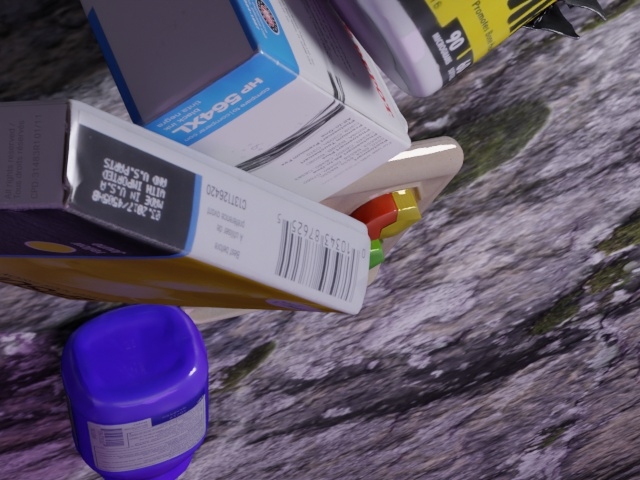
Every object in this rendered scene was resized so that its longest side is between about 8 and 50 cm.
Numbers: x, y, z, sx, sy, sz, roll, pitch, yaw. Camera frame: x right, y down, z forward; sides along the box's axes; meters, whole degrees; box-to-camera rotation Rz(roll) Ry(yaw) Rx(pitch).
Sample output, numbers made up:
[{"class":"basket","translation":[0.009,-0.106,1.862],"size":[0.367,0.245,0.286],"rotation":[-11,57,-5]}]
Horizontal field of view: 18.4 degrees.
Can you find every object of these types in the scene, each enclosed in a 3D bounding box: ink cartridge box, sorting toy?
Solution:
[{"class":"ink cartridge box","translation":[-0.177,-0.013,1.130],"size":[0.307,0.072,0.303],"rotation":[-1,169,30]},{"class":"sorting toy","translation":[0.000,0.000,1.566],"size":[0.193,0.038,0.208],"rotation":[-12,154,-27]},{"class":"ink cartridge box","translation":[-0.047,-0.116,1.117],"size":[0.086,0.148,0.203],"rotation":[-32,156,15]}]

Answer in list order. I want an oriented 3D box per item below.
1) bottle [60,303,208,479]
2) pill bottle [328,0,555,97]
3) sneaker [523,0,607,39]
[{"class":"bottle","translation":[-0.153,0.146,1.667],"size":[0.118,0.092,0.283],"rotation":[-16,157,-10]},{"class":"pill bottle","translation":[0.104,-0.186,1.119],"size":[0.208,0.119,0.119],"rotation":[-37,158,-3]},{"class":"sneaker","translation":[0.103,-0.173,1.217],"size":[0.051,0.089,0.170],"rotation":[-39,154,32]}]
